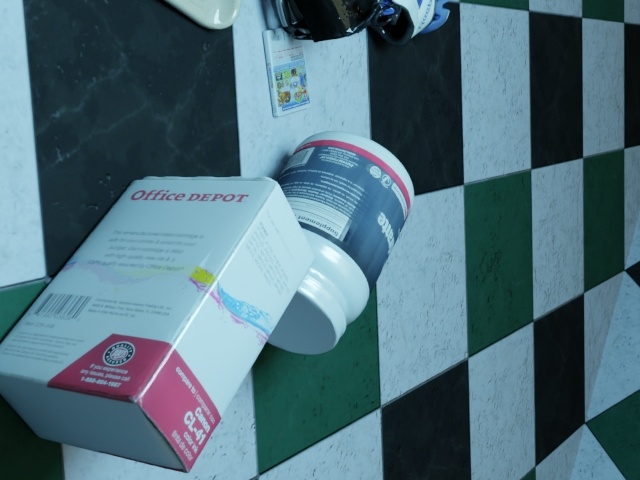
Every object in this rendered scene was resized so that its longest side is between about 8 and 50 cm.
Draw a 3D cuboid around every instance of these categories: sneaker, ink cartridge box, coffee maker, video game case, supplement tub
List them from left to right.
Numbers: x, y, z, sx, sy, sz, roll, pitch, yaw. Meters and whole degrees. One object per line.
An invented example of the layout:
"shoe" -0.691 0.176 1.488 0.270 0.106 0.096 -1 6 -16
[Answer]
"ink cartridge box" -0.176 0.077 1.073 0.306 0.226 0.131 -57 137 -36
"video game case" -0.048 -0.247 1.434 0.087 0.011 0.122 -27 115 -53
"supplement tub" 0.000 0.000 1.362 0.272 0.191 0.191 -62 139 -33
"coffee maker" 0.007 -0.377 1.350 0.178 0.171 0.120 62 32 -34
"sneaker" 0.112 -0.442 1.557 0.182 0.127 0.315 -52 134 -44

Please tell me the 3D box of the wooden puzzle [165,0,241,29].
"wooden puzzle" -0.174 -0.461 1.165 0.348 0.081 0.322 22 74 -55
